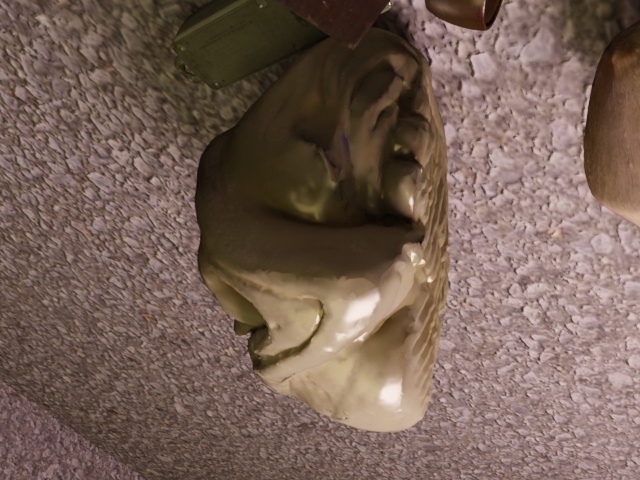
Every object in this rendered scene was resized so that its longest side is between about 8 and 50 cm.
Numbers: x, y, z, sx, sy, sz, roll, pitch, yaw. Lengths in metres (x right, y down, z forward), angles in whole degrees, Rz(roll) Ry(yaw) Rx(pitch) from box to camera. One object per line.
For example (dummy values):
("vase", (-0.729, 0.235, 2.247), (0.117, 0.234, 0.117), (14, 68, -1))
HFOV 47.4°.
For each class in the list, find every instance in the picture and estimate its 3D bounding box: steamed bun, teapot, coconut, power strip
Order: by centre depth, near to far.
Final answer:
("coconut", (0.315, -0.094, 0.572), (0.234, 0.224, 0.224), (24, 146, -9))
("teapot", (0.118, -0.218, 0.615), (0.068, 0.076, 0.121), (18, 177, 20))
("power strip", (-0.041, -0.219, 0.707), (0.272, 0.052, 0.078), (-13, 134, 40))
("steamed bun", (0.000, 0.000, 0.723), (0.247, 0.339, 0.352), (2, 145, 14))

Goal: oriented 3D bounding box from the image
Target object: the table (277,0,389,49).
("table", (0.042, -0.302, 0.375), (0.196, 0.251, 0.282), (28, 144, -13))
